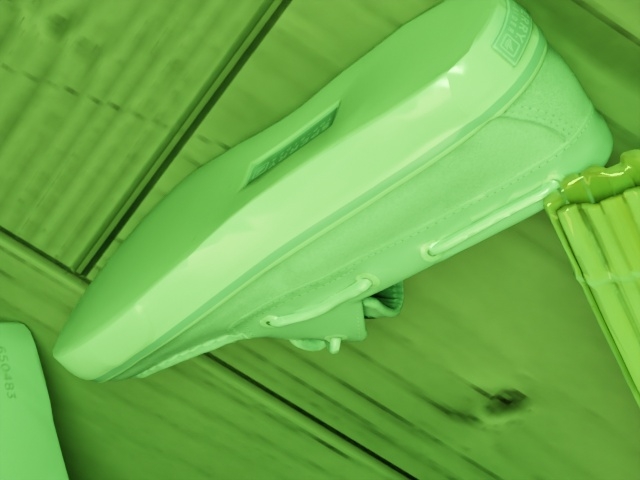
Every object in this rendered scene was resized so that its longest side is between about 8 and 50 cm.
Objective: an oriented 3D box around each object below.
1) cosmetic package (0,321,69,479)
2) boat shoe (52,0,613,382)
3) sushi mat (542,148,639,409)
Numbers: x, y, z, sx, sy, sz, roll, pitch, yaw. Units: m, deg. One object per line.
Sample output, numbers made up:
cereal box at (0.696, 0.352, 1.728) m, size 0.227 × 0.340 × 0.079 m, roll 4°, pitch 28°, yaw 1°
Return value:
cosmetic package at (-0.270, 0.168, 0.622) m, size 0.217 × 0.156 × 0.385 m, roll 4°, pitch 149°, yaw -43°
boat shoe at (0.000, 0.000, 0.510) m, size 0.184 × 0.066 × 0.063 m, roll -36°, pitch 111°, yaw 28°
sushi mat at (0.187, 0.079, 0.517) m, size 0.151 × 0.019 × 0.316 m, roll -21°, pitch 123°, yaw 13°
